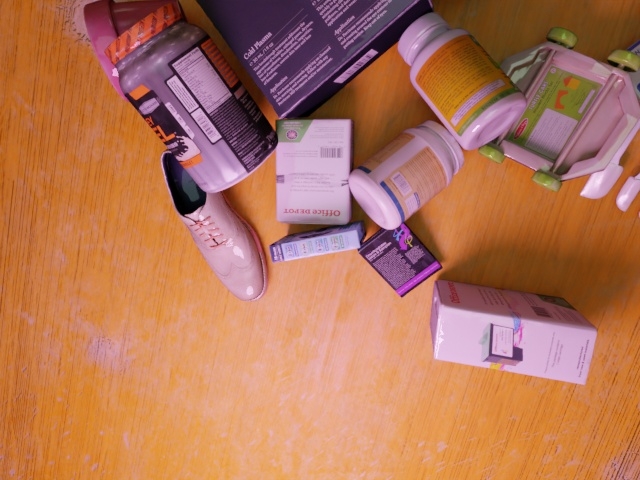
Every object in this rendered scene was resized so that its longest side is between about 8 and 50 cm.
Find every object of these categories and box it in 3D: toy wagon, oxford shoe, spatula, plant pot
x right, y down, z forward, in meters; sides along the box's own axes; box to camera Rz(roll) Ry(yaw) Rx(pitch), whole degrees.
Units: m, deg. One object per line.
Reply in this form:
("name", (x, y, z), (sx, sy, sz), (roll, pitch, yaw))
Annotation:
("toy wagon", (0.418, -0.268, 0.937), (0.344, 0.068, 0.267), (35, 105, 24))
("oxford shoe", (-0.249, -0.027, 1.081), (0.141, 0.146, 0.396), (-28, 94, 13))
("spatula", (0.644, -0.158, 0.924), (0.168, 0.019, 0.242), (28, 122, 17))
("plant pot", (-0.363, -0.417, 1.020), (0.180, 0.201, 0.201), (-18, 97, -3))

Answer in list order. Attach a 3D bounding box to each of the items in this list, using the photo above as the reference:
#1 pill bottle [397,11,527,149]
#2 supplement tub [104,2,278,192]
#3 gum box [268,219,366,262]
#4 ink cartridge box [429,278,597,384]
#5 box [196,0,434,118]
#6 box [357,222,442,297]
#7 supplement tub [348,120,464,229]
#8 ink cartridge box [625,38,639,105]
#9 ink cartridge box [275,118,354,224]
("pill bottle", (0.255, -0.304, 0.906), (0.136, 0.136, 0.245), (-37, 74, 14))
("supplement tub", (-0.241, -0.265, 0.924), (0.194, 0.193, 0.316), (-30, 115, 14))
("gum box", (0.000, 0.000, 1.037), (0.185, 0.157, 0.041), (-11, 97, 12))
("ink cartridge box", (0.369, 0.175, 0.980), (0.278, 0.201, 0.117), (8, 101, 9))
("box", (-0.016, -0.464, 0.924), (0.343, 0.179, 0.312), (-34, 93, 23))
("box", (0.173, 0.037, 1.052), (0.116, 0.029, 0.162), (-38, 115, 14))
("supplement tub", (0.172, -0.133, 0.969), (0.200, 0.144, 0.144), (-38, 92, -7))
("ink cartridge box", (0.710, -0.260, 0.915), (0.165, 0.065, 0.332), (-37, 94, 15))
("ink cartridge box", (-0.010, -0.149, 1.045), (0.160, 0.092, 0.219), (3, 101, 10))
